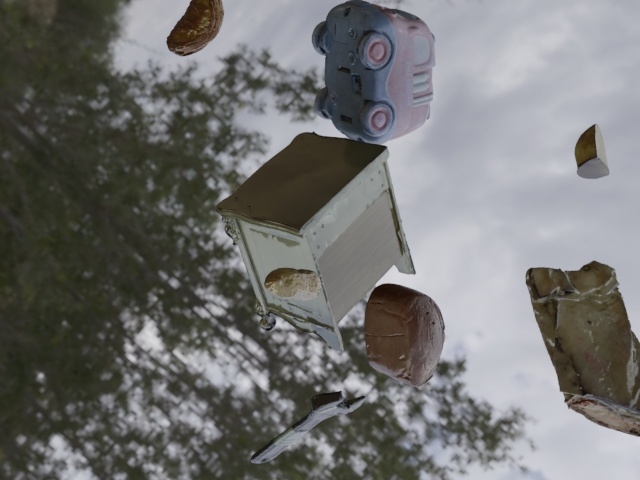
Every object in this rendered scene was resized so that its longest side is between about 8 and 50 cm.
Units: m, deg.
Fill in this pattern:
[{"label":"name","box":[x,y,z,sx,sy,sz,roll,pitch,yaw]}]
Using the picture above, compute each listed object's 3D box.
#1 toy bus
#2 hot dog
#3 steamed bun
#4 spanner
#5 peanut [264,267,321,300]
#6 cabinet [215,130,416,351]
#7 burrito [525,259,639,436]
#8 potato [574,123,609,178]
[{"label":"toy bus","box":[0.129,-0.344,2.196,0.232,0.294,0.197,-14,-157,-29]},{"label":"hot dog","box":[-0.234,-0.413,2.059,0.147,0.065,0.099,-55,-145,14]},{"label":"steamed bun","box":[0.158,0.170,1.961,0.145,0.106,0.175,11,-78,52]},{"label":"spanner","box":[-0.029,0.305,1.743,0.316,0.087,0.024,-46,-129,49]},{"label":"peanut","box":[-0.041,0.065,1.621,0.054,0.113,0.054,-6,-100,36]},{"label":"cabinet","box":[0.000,0.000,2.155,0.227,0.318,0.290,14,-134,37]},{"label":"burrito","box":[0.458,0.192,1.797,0.175,0.348,0.107,-19,163,-9]},{"label":"potato","box":[0.598,-0.201,2.411,0.066,0.096,0.103,-12,-120,25]}]
